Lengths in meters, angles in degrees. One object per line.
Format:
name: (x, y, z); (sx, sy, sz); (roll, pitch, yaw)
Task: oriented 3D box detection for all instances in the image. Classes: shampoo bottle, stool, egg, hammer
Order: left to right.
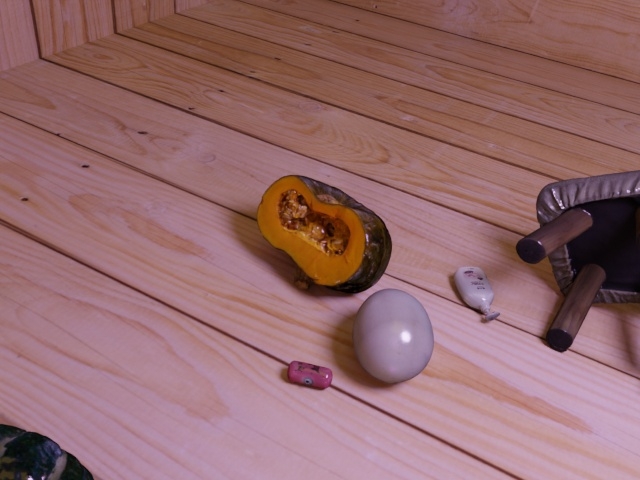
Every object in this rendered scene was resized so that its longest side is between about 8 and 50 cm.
hammer: (-0.020, 0.246, 1.131); (0.083, 0.043, 0.043); (12, 37, 5)
egg: (0.135, 0.173, 1.166); (0.151, 0.151, 0.209); (6, 28, -2)
shampoo bottle: (0.346, 0.120, 1.360); (0.077, 0.045, 0.152); (1, 38, -9)
stool: (0.580, 0.043, 1.233); (0.310, 0.310, 0.226); (-7, 24, 38)

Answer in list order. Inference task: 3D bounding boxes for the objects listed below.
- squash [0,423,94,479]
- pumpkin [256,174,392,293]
squash: (-0.394, 0.339, 0.760); (0.252, 0.252, 0.165); (11, 46, 5)
pumpkin: (0.000, 0.000, 1.345); (0.317, 0.221, 0.139); (34, 17, 29)
